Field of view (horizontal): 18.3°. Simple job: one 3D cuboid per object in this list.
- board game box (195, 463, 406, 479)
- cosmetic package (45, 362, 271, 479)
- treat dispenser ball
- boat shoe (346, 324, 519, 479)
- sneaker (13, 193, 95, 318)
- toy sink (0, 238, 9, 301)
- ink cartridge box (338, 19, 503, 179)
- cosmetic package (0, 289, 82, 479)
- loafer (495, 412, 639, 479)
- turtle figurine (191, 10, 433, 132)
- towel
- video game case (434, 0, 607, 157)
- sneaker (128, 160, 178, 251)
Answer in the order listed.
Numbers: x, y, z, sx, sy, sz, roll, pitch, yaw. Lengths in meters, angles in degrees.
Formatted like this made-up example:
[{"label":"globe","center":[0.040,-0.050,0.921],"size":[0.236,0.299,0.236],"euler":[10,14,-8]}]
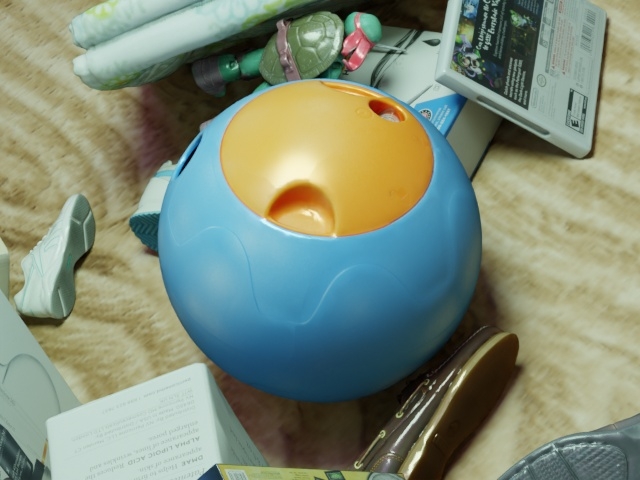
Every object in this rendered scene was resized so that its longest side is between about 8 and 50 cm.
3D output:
[{"label":"board game box","center":[0.016,0.257,1.552],"size":[0.042,0.243,0.165],"euler":[-42,59,26]},{"label":"cosmetic package","center":[-0.099,0.318,1.594],"size":[0.156,0.217,0.385],"euler":[-22,47,7]},{"label":"treat dispenser ball","center":[0.000,0.000,1.767],"size":[0.288,0.288,0.288],"euler":[-13,47,15]},{"label":"boat shoe","center":[0.094,0.152,1.742],"size":[0.073,0.073,0.207],"euler":[24,64,35]},{"label":"sneaker","center":[-0.277,0.014,2.051],"size":[0.061,0.054,0.152],"euler":[-4,51,26]},{"label":"toy sink","center":[-0.389,0.074,1.978],"size":[0.131,0.234,0.153],"euler":[-12,38,-26]},{"label":"ink cartridge box","center":[0.071,-0.134,1.991],"size":[0.203,0.086,0.148],"euler":[11,58,31]},{"label":"cosmetic package","center":[-0.339,0.223,1.738],"size":[0.097,0.284,0.377],"euler":[-7,50,20]},{"label":"loafer","center":[0.269,0.190,1.635],"size":[0.302,0.095,0.109],"euler":[-28,76,6]},{"label":"turtle figurine","center":[-0.010,-0.167,1.924],"size":[0.234,0.118,0.175],"euler":[-19,44,22]},{"label":"towel","center":[-0.056,-0.253,2.031],"size":[0.374,0.090,0.320],"euler":[-21,4,10]},{"label":"video game case","center":[0.199,-0.191,1.942],"size":[0.022,0.173,0.190],"euler":[-42,28,48]},{"label":"sneaker","center":[-0.078,-0.044,1.985],"size":[0.228,0.087,0.092],"euler":[0,50,23]}]
